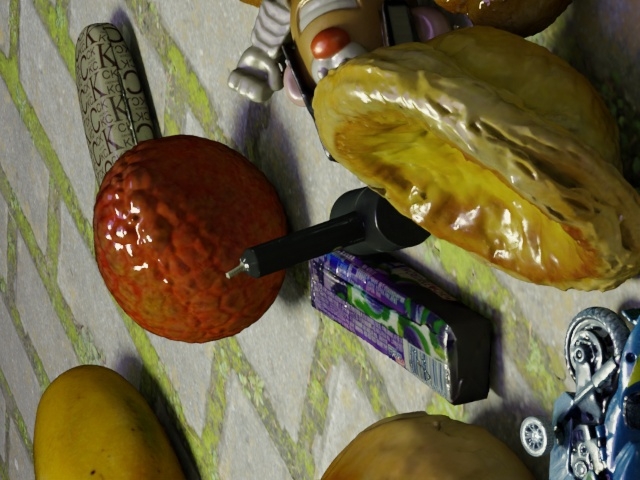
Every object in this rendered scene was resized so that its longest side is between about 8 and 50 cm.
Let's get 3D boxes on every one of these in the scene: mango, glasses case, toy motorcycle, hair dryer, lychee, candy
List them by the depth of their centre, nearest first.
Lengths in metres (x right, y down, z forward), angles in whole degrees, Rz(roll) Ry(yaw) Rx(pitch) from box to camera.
[{"bbox_3d":[0.242,0.177,1.368,0.135,0.092,0.254,13,104,55],"label":"toy motorcycle"},{"bbox_3d":[0.000,0.000,1.669,0.124,0.219,0.071,-13,96,64],"label":"hair dryer"},{"bbox_3d":[0.079,0.073,1.724,0.312,0.061,0.088,33,130,58],"label":"candy"},{"bbox_3d":[-0.150,-0.001,2.022,0.255,0.300,0.255,-7,78,38],"label":"lychee"},{"bbox_3d":[-0.291,-0.145,2.440,0.137,0.085,0.355,-31,72,65],"label":"glasses case"},{"bbox_3d":[-0.339,0.372,2.625,0.446,0.232,0.300,-120,24,-52],"label":"mango"}]

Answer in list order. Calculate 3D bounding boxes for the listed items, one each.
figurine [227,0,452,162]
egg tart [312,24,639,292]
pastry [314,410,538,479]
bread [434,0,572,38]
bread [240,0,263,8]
[{"bbox_3d":[0.032,-0.219,1.583,0.308,0.143,0.308,17,111,53],"label":"figurine"},{"bbox_3d":[0.146,-0.076,1.352,0.319,0.128,0.319,31,166,8],"label":"egg tart"},{"bbox_3d":[0.095,0.368,1.592,0.409,0.245,0.410,37,133,54],"label":"pastry"},{"bbox_3d":[0.095,-0.284,1.430,0.344,0.124,0.084,48,162,36],"label":"bread"},{"bbox_3d":[-0.069,-0.315,1.914,0.090,0.035,0.094,-144,47,-58],"label":"bread"}]
